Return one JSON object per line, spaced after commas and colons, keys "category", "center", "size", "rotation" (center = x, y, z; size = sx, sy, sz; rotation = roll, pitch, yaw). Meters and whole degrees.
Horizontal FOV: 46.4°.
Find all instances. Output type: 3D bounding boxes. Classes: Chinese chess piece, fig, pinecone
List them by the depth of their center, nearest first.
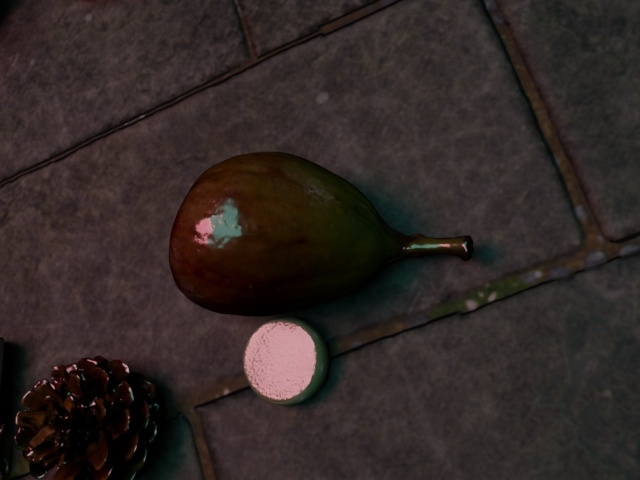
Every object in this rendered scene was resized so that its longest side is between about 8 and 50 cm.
{"category": "fig", "center": [0.000, -0.002, 0.676], "size": [0.274, 0.170, 0.146], "rotation": [2, 72, -1]}
{"category": "Chinese chess piece", "center": [-0.033, 0.115, 0.710], "size": [0.084, 0.034, 0.084], "rotation": [-5, 77, 20]}
{"category": "pinecone", "center": [-0.228, 0.177, 0.715], "size": [0.140, 0.121, 0.140], "rotation": [-9, 69, 23]}

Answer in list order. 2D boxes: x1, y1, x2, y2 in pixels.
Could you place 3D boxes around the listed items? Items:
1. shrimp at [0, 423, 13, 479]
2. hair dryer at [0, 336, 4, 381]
{"category": "shrimp", "center": [-0.293, 0.312, 0.688], "size": [0.169, 0.058, 0.296], "rotation": [29, 115, 18]}
{"category": "hair dryer", "center": [-0.504, 0.196, 0.830], "size": [0.357, 0.107, 0.173], "rotation": [-6, 74, 26]}
